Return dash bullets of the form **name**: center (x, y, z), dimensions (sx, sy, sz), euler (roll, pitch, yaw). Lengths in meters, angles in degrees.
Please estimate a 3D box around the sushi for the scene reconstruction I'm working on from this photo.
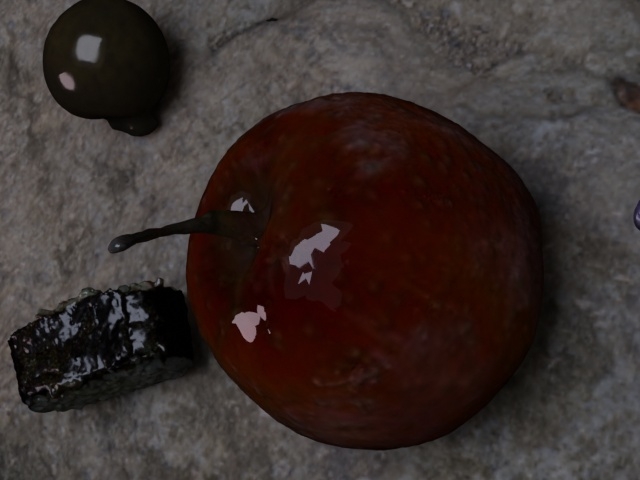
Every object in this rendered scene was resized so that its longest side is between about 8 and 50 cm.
- **sushi**: center (-0.168, 0.081, 1.168), dimensions (0.150, 0.090, 0.078), euler (-22, 71, 24)

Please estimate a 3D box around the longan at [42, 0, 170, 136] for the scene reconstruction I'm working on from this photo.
- **longan**: center (-0.170, -0.137, 1.222), dimensions (0.106, 0.106, 0.119), euler (-11, 115, 30)

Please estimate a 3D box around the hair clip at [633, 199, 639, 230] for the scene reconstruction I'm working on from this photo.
- **hair clip**: center (0.249, 0.003, 0.935), dimensions (0.137, 0.090, 0.278), euler (-3, 69, 45)

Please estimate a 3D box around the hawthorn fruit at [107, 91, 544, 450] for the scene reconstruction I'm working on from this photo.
- **hawthorn fruit**: center (0.031, 0.008, 0.985), dimensions (0.231, 0.263, 0.235), euler (12, 57, 12)
